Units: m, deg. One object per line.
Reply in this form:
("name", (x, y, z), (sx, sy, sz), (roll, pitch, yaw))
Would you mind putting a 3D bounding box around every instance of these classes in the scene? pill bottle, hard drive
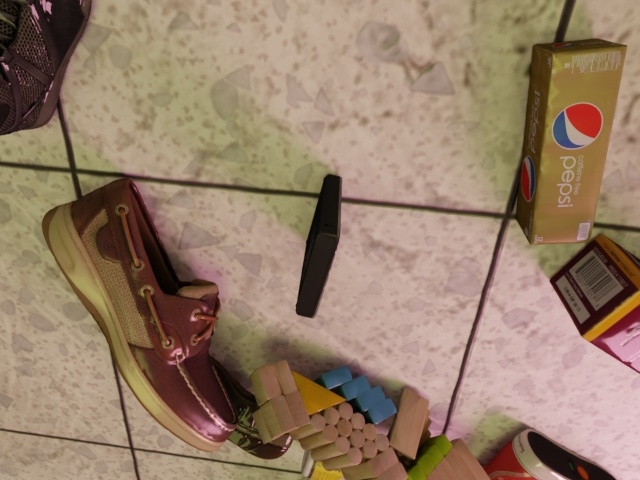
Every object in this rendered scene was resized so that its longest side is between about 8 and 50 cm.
("pill bottle", (0.034, 0.334, 0.686), (0.116, 0.065, 0.065), (17, 119, -3))
("hard drive", (0.000, 0.000, 0.467), (0.022, 0.135, 0.094), (14, 120, -5))

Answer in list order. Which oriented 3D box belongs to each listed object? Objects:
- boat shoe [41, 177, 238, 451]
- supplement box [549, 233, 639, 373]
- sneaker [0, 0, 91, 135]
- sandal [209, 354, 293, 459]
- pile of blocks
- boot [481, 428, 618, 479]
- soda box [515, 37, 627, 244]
("boat shoe", (-0.175, 0.088, 0.542), (0.123, 0.123, 0.342), (-29, 97, -2))
("supplement box", (0.358, 0.090, 0.488), (0.188, 0.104, 0.081), (31, 118, -10))
("sneaker", (-0.282, -0.188, 0.405), (0.087, 0.130, 0.228), (29, 116, -11))
("sandal", (-0.132, 0.227, 0.651), (0.219, 0.060, 0.090), (35, 86, -12))
("pile of blocks", (0.060, 0.272, 0.630), (0.362, 0.149, 0.113), (35, 142, -3))
("boot", (0.336, 0.397, 0.673), (0.244, 0.088, 0.176), (33, 118, -2))
("soda box", (0.228, -0.089, 0.431), (0.058, 0.061, 0.181), (-2, 119, 9))
